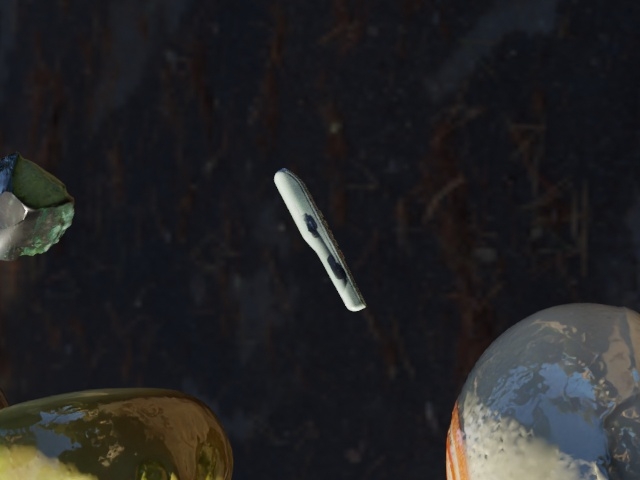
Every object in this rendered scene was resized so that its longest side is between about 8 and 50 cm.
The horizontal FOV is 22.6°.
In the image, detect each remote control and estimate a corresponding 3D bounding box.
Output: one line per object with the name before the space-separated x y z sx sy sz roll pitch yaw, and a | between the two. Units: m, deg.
remote control | 0.000 0.000 1.678 0.166 0.029 0.065 63 -179 2

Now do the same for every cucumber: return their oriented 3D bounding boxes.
cucumber | -0.352 -0.031 1.840 0.115 0.086 0.193 45 147 -5

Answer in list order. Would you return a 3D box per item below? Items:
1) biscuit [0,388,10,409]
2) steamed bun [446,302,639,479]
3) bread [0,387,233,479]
biscuit | -0.397 0.200 1.568 0.066 0.220 0.220 -10 81 49
steamed bun | 0.190 0.194 1.242 0.283 0.177 0.283 -12 -90 -81
bread | -0.157 0.164 1.047 0.213 0.213 0.104 -39 59 54
